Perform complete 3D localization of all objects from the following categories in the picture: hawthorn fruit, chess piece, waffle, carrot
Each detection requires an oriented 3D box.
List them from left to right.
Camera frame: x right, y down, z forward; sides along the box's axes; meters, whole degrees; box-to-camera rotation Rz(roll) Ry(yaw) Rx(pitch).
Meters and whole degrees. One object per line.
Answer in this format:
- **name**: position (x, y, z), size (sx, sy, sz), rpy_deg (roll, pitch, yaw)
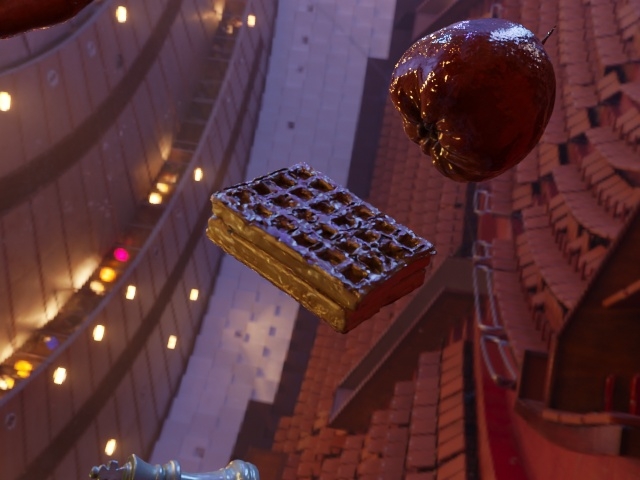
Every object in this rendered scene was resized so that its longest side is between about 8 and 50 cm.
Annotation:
- **carrot**: position (-0.379, -0.306, 0.921), size (0.193, 0.087, 0.087), rpy_deg (-37, -31, -24)
- **chess piece**: position (-0.132, 0.219, 0.641), size (0.059, 0.149, 0.059), rpy_deg (-44, 38, 49)
- **waffle**: position (0.000, -0.001, 1.110), size (0.213, 0.308, 0.091), rpy_deg (-26, -40, -41)
- **hawthorn fruit**: position (0.125, -0.107, 0.546), size (0.125, 0.140, 0.125), rpy_deg (175, 90, -83)
